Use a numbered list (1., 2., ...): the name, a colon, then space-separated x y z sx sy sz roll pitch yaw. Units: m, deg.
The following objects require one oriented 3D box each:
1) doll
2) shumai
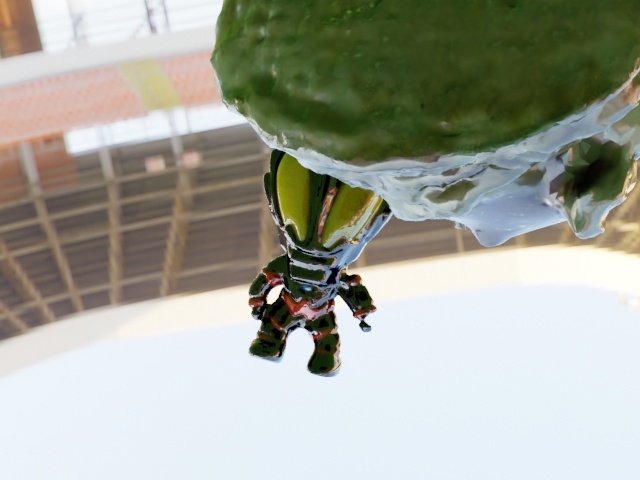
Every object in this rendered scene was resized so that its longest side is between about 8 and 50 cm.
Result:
1. doll: 0.002 0.000 1.342 0.127 0.249 0.088 17 178 -21
2. shumai: 0.111 -0.110 1.008 0.330 0.292 0.288 -15 158 11
